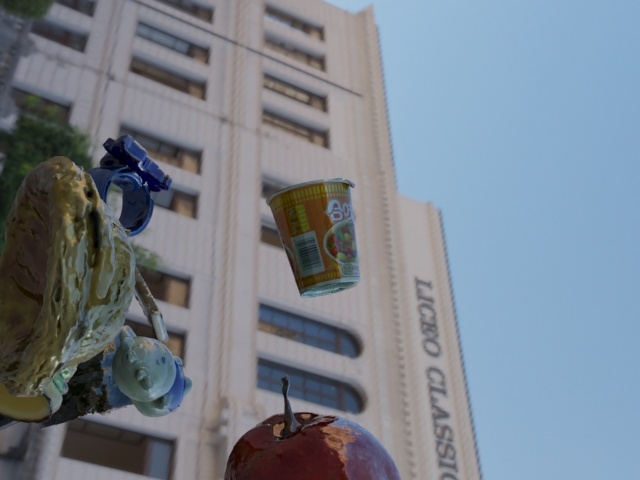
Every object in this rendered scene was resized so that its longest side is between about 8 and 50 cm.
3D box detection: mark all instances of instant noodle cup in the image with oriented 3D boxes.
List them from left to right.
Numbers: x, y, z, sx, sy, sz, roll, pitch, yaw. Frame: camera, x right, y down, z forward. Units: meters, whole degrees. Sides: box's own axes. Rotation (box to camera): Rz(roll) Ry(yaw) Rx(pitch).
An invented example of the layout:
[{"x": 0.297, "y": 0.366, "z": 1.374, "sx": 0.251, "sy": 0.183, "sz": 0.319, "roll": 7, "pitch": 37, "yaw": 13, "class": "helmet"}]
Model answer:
[{"x": 0.000, "y": 0.000, "z": 1.702, "sx": 0.168, "sy": 0.168, "sz": 0.185, "roll": -31, "pitch": -111, "yaw": 59, "class": "instant noodle cup"}]

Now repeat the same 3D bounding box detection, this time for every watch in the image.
[{"x": -0.468, "y": -0.110, "z": 2.171, "sx": 0.171, "sy": 0.196, "sz": 0.200, "roll": -2, "pitch": -124, "yaw": 41, "class": "watch"}]

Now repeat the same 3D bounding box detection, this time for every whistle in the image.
[{"x": -0.246, "y": 0.205, "z": 1.395, "sx": 0.110, "sy": 0.092, "sz": 0.244, "roll": 57, "pitch": -8, "yaw": 26, "class": "whistle"}]

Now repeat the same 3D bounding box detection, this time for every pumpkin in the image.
[{"x": -0.598, "y": 0.357, "z": 2.449, "sx": 0.256, "sy": 0.303, "sz": 0.226, "roll": -26, "pitch": -98, "yaw": 37, "class": "pumpkin"}]

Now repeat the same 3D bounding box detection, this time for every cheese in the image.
[{"x": -0.412, "y": 0.116, "z": 2.166, "sx": 0.400, "sy": 0.034, "sz": 0.085, "roll": -139, "pitch": -147, "yaw": -60, "class": "cheese"}]

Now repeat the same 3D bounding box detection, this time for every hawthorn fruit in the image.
[{"x": -0.021, "y": 0.300, "z": 1.196, "sx": 0.242, "sy": 0.241, "sz": 0.272, "roll": -141, "pitch": -144, "yaw": -67, "class": "hawthorn fruit"}]

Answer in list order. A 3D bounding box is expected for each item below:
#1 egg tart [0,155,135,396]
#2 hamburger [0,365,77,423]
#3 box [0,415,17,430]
[{"x": -0.412, "y": 0.064, "z": 1.503, "sx": 0.388, "sy": 0.169, "sz": 0.388, "roll": -20, "pitch": -116, "yaw": 50, "class": "egg tart"}, {"x": -0.559, "y": 0.218, "z": 1.733, "sx": 0.237, "sy": 0.237, "sz": 0.149, "roll": -43, "pitch": -160, "yaw": 50, "class": "hamburger"}, {"x": -0.692, "y": 0.283, "z": 1.977, "sx": 0.050, "sy": 0.160, "sz": 0.230, "roll": 63, "pitch": 3, "yaw": -79, "class": "box"}]
